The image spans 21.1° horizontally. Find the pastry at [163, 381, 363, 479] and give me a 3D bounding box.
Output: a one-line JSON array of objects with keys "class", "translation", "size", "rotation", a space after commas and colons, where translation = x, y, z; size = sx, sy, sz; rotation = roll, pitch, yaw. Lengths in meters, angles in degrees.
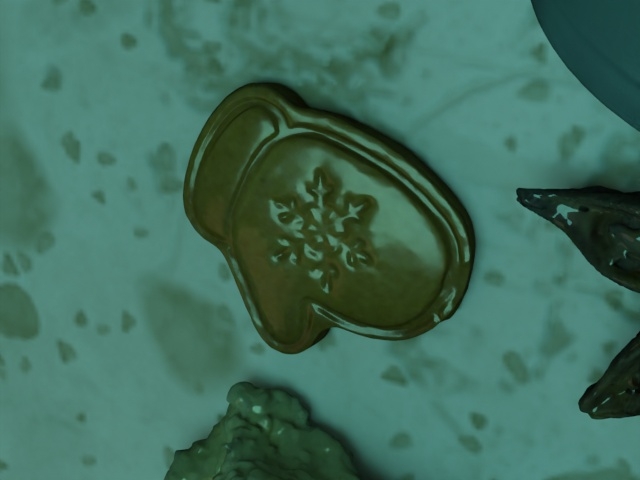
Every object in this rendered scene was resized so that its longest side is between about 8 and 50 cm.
[{"class": "pastry", "translation": [0.036, 0.167, 0.782], "size": [0.258, 0.089, 0.121], "rotation": [31, 103, 7]}]

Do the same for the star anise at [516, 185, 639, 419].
[{"class": "star anise", "translation": [0.175, 0.001, 0.686], "size": [0.172, 0.063, 0.208], "rotation": [44, 120, 9]}]

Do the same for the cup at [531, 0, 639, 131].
[{"class": "cup", "translation": [0.163, -0.181, 0.401], "size": [0.256, 0.331, 0.311], "rotation": [32, 140, 35]}]

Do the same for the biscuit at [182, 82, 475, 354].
[{"class": "biscuit", "translation": [-0.001, 0.000, 0.775], "size": [0.140, 0.023, 0.118], "rotation": [24, 114, 13]}]
